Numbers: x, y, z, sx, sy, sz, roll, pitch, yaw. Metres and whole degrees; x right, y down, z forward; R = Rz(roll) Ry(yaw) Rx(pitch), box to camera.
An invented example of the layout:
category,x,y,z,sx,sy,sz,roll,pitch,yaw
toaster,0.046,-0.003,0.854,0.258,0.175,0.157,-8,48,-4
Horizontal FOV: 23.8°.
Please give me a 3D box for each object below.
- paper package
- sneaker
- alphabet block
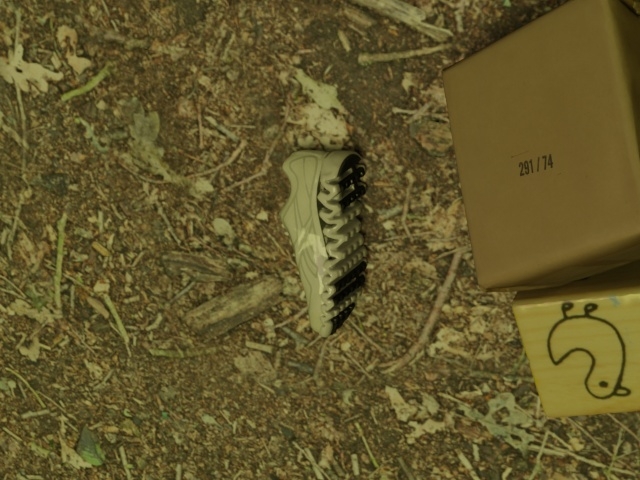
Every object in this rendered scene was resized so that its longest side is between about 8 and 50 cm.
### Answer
category,x,y,z,sx,sy,sz,roll,pitch,yaw
paper package,0.322,-0.120,1.867,0.325,0.168,0.309,-24,73,55
sneaker,0.000,0.000,2.244,0.118,0.110,0.292,12,113,27
alphabet block,0.397,0.111,2.067,0.197,0.193,0.192,-9,111,28
